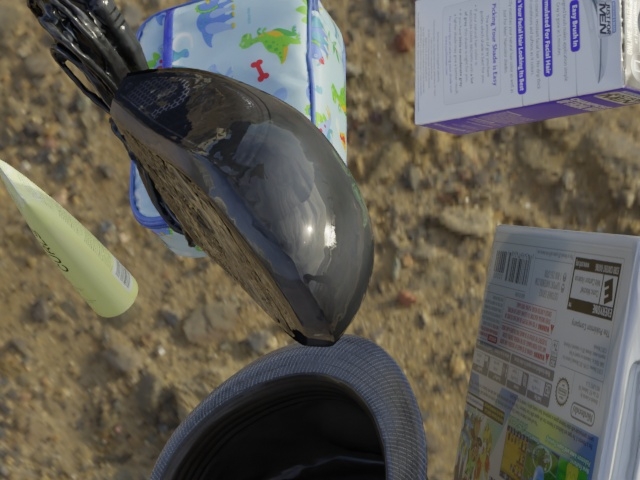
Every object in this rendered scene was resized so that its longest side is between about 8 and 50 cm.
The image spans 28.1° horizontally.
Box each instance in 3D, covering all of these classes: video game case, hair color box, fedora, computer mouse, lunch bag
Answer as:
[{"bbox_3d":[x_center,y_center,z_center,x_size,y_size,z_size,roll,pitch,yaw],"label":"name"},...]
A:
[{"bbox_3d":[0.168,0.140,0.965,0.036,0.329,0.300,10,91,-9],"label":"video game case"},{"bbox_3d":[0.283,-0.257,1.701,0.339,0.110,0.185,-6,81,46],"label":"hair color box"},{"bbox_3d":[-0.009,0.214,1.018,0.275,0.124,0.243,-34,49,14],"label":"fedora"},{"bbox_3d":[-0.047,-0.043,0.659,0.072,0.188,0.272,-36,37,-11],"label":"computer mouse"},{"bbox_3d":[-0.070,-0.100,1.041,0.176,0.090,0.219,-10,62,18],"label":"lunch bag"}]

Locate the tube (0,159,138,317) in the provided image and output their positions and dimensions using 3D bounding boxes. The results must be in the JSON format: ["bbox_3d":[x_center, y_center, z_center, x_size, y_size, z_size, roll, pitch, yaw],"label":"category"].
[{"bbox_3d":[-0.287,-0.001,1.426,0.070,0.240,0.062,0,55,25],"label":"tube"}]

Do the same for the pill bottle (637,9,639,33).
[{"bbox_3d":[0.423,-0.293,1.236,0.160,0.283,0.160,6,55,-8],"label":"pill bottle"}]
